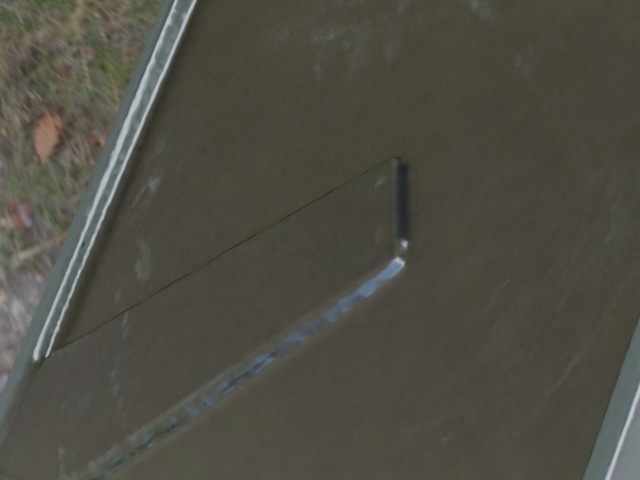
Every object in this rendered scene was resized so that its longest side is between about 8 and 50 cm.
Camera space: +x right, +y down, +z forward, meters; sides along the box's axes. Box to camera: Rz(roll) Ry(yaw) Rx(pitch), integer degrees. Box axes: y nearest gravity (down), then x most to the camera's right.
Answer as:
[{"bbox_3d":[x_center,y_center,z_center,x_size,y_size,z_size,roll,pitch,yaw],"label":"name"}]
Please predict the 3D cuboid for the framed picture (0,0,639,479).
[{"bbox_3d":[0.001,0.000,0.447,0.018,0.265,0.192,28,80,-32],"label":"framed picture"}]
